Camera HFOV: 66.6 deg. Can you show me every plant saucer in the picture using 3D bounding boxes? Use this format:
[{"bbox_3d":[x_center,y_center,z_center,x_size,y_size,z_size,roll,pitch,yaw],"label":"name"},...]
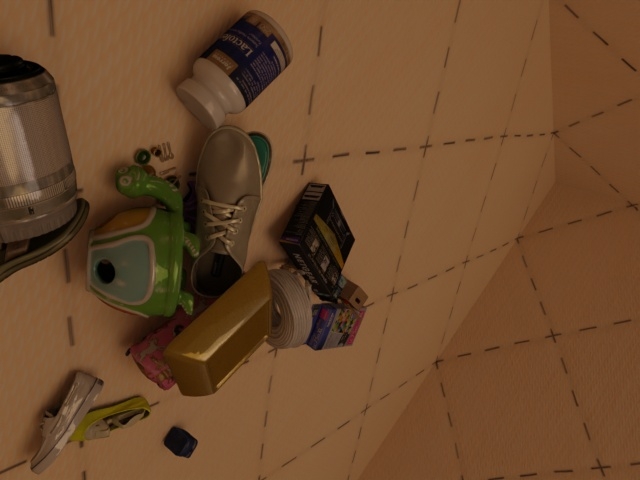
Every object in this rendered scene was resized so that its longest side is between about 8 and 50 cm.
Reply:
[{"bbox_3d":[-0.234,0.257,1.280,0.333,0.081,0.333,-44,160,-29],"label":"plant saucer"}]

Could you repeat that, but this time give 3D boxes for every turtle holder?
[{"bbox_3d":[-0.401,0.021,1.101,0.227,0.243,0.321,3,125,-22],"label":"turtle holder"}]

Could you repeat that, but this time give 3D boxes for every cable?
[{"bbox_3d":[-0.127,0.216,1.525,0.089,0.257,0.257,-13,98,-40],"label":"cable"}]

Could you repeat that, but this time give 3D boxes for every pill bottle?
[{"bbox_3d":[-0.200,-0.394,1.140,0.265,0.153,0.153,-50,141,-15],"label":"pill bottle"}]

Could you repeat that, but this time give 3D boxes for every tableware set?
[{"bbox_3d":[-0.389,-0.155,1.179,0.104,0.024,0.154,-29,133,-35],"label":"tableware set"}]

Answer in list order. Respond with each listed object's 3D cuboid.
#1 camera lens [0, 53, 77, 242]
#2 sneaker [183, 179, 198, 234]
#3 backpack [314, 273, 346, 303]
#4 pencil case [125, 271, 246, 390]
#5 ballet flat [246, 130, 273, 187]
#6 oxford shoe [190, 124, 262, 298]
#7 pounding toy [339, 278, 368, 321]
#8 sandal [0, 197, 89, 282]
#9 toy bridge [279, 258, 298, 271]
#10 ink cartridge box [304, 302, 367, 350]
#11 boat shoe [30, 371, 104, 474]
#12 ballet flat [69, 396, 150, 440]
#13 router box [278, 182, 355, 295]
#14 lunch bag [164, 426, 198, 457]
[{"bbox_3d":[-0.549,-0.162,0.828,0.219,0.219,0.275,-25,130,-38],"label":"camera lens"},{"bbox_3d":[-0.340,-0.076,1.269,0.071,0.068,0.170,8,98,-35],"label":"sneaker"},{"bbox_3d":[0.037,0.163,1.809,0.084,0.105,0.114,47,65,-30],"label":"backpack"},{"bbox_3d":[-0.340,0.225,1.357,0.386,0.167,0.160,-45,161,-21],"label":"pencil case"},{"bbox_3d":[-0.235,-0.108,1.319,0.139,0.139,0.401,6,111,-51],"label":"ballet flat"},{"bbox_3d":[-0.236,-0.052,1.198,0.169,0.130,0.450,9,104,-8],"label":"oxford shoe"},{"bbox_3d":[0.115,0.227,1.916,0.100,0.130,0.141,-53,142,-10],"label":"pounding toy"},{"bbox_3d":[-0.599,0.001,0.967,0.302,0.120,0.086,-39,124,-26],"label":"sandal"},{"bbox_3d":[-0.084,0.085,1.647,0.188,0.063,0.026,-2,115,-60],"label":"toy bridge"},{"bbox_3d":[0.056,0.348,1.984,0.311,0.065,0.186,9,105,-49],"label":"ink cartridge box"},{"bbox_3d":[-0.652,0.448,1.217,0.084,0.095,0.258,36,75,-21],"label":"boat shoe"},{"bbox_3d":[-0.573,0.495,1.332,0.230,0.077,0.077,-11,121,-45],"label":"ballet flat"},{"bbox_3d":[0.000,0.000,1.622,0.243,0.080,0.309,-65,147,-28],"label":"router box"},{"bbox_3d":[-0.442,0.650,1.565,0.067,0.098,0.065,-58,146,-13],"label":"lunch bag"}]
